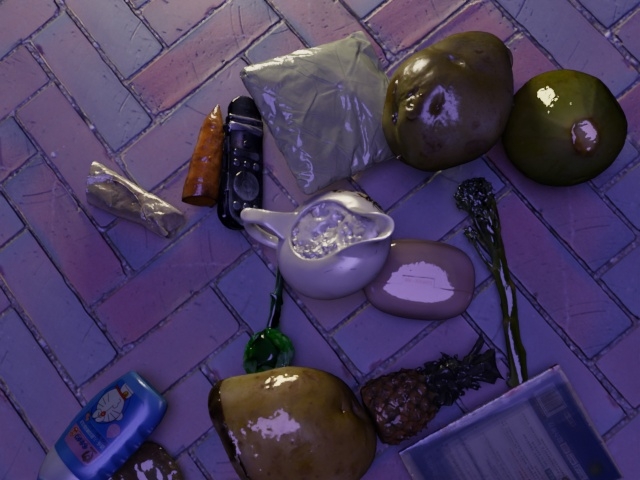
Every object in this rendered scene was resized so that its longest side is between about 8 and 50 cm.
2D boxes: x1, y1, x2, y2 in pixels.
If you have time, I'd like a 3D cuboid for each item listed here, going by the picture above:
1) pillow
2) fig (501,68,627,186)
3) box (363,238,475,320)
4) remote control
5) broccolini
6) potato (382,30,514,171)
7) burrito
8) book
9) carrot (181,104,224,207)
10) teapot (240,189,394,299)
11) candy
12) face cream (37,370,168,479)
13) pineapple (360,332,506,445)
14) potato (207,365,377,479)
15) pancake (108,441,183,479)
[{"bbox_3d":[0.029,-0.249,1.373,0.281,0.076,0.274,-23,77,-23],"label":"pillow"},{"bbox_3d":[0.433,-0.189,1.280,0.207,0.230,0.207,-9,112,-24],"label":"fig"},{"bbox_3d":[0.177,0.070,1.331,0.200,0.088,0.145,5,80,9],"label":"box"},{"bbox_3d":[-0.158,-0.148,1.424,0.066,0.090,0.265,-13,71,44],"label":"remote control"},{"bbox_3d":[0.306,0.075,1.331,0.074,0.079,0.391,-15,77,39],"label":"broccolini"},{"bbox_3d":[0.234,-0.261,1.300,0.202,0.218,0.351,47,52,-10],"label":"potato"},{"bbox_3d":[-0.371,-0.073,1.439,0.226,0.060,0.087,26,79,12],"label":"burrito"},{"bbox_3d":[0.326,0.387,1.275,0.323,0.018,0.228,-29,88,2],"label":"book"},{"bbox_3d":[-0.219,-0.169,1.433,0.072,0.072,0.204,7,81,8],"label":"carrot"},{"bbox_3d":[0.000,0.000,1.290,0.300,0.166,0.208,7,73,22],"label":"teapot"},{"bbox_3d":[-0.081,0.105,1.374,0.097,0.097,0.323,4,72,8],"label":"candy"},{"bbox_3d":[-0.402,0.362,1.334,0.264,0.083,0.149,-47,48,-13],"label":"face cream"},{"bbox_3d":[0.197,0.259,1.288,0.248,0.128,0.128,-25,78,-4],"label":"pineapple"},{"bbox_3d":[-0.029,0.325,1.237,0.243,0.242,0.285,-26,87,2],"label":"potato"},{"bbox_3d":[-0.361,0.475,1.333,0.236,0.042,0.222,-43,62,-14],"label":"pancake"}]
